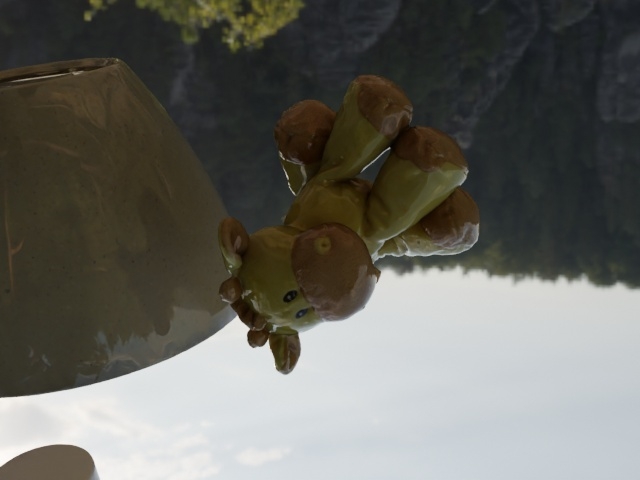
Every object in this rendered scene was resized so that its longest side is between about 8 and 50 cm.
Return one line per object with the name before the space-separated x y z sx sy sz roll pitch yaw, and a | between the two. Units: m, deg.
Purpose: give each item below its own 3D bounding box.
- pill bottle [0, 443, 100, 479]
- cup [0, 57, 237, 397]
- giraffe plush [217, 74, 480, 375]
pill bottle | -0.298 0.383 1.014 0.153 0.265 0.153 -6 -158 3
cup | -0.243 -0.039 0.809 0.331 0.237 0.331 -6 -161 2
giraffe plush | 0.000 0.000 0.667 0.210 0.181 0.170 -37 -170 44
